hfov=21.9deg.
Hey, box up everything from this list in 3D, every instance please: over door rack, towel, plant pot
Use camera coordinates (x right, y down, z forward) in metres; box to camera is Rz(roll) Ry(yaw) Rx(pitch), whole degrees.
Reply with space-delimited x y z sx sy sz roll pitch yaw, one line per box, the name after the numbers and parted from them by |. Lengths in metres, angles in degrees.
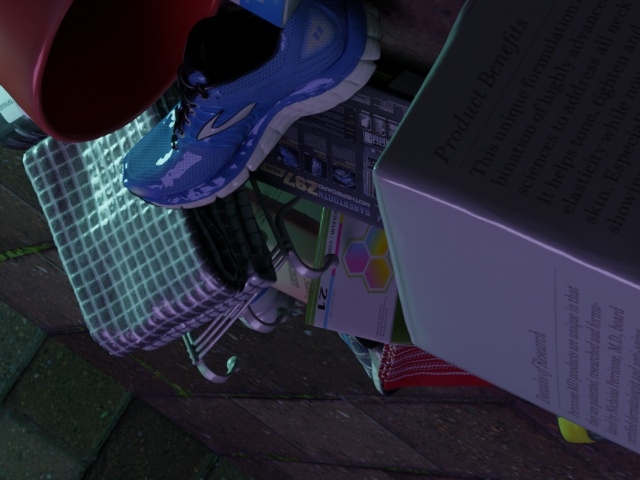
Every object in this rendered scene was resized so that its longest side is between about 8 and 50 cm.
-0.125 -0.031 1.947 0.239 0.108 0.324 -49 66 37 | over door rack
0.181 0.143 2.160 0.199 0.031 0.275 -2 159 -3 | towel
-0.197 -0.034 1.857 0.235 0.121 0.284 -31 77 42 | towel
-0.262 -0.270 1.609 0.243 0.275 0.275 36 163 18 | plant pot

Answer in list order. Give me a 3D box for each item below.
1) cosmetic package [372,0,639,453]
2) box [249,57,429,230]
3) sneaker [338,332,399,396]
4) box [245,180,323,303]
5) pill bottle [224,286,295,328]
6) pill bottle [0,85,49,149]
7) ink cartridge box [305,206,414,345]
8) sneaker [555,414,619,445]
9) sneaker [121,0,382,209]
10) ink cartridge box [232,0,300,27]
0.297 -0.034 1.224 0.393 0.329 0.327 25 161 20 | cosmetic package
0.025 -0.115 1.748 0.232 0.059 0.183 22 135 26 | box
0.073 0.112 2.317 0.122 0.110 0.283 40 166 34 | sneaker
0.000 0.000 2.062 0.232 0.127 0.148 26 160 15 | box
-0.128 0.033 2.341 0.124 0.124 0.221 14 155 40 | pill bottle
-0.375 -0.188 2.147 0.130 0.130 0.245 37 160 -18 | pill bottle
0.117 0.025 1.831 0.255 0.189 0.097 11 -177 45 | ink cartridge box
0.346 0.174 2.047 0.121 0.111 0.300 9 159 27 | sneaker
-0.097 -0.154 1.635 0.147 0.130 0.330 25 130 -36 | sneaker
-0.078 -0.294 1.421 0.190 0.140 0.082 30 162 4 | ink cartridge box
